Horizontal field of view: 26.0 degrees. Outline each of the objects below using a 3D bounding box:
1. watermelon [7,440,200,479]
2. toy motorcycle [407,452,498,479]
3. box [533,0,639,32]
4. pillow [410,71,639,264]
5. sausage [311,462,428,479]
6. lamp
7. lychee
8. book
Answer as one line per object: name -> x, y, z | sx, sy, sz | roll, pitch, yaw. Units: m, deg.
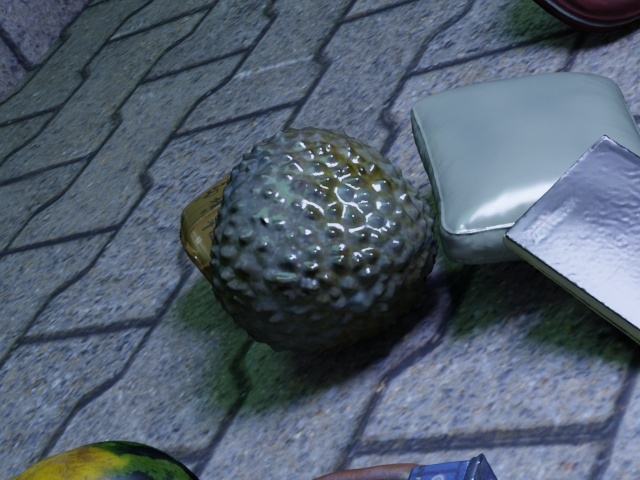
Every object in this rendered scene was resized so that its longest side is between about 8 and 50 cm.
watermelon -> -0.208, 0.310, 1.254 | 0.269, 0.269, 0.269 | -26, 28, 15
toy motorcycle -> 0.031, 0.328, 1.098 | 0.213, 0.125, 0.358 | -13, 31, 29
box -> 0.421, -0.451, 1.834 | 0.404, 0.108, 0.263 | -42, 73, -13
pillow -> 0.237, -0.085, 1.510 | 0.255, 0.119, 0.322 | -8, 32, 2
sausage -> 0.036, 0.242, 1.325 | 0.177, 0.040, 0.047 | -16, 77, 32
lamp -> -0.073, -0.015, 1.740 | 0.185, 0.161, 0.161 | -37, 27, -1
lychee -> 0.000, 0.000, 1.534 | 0.274, 0.255, 0.255 | -3, 39, 25
book -> 0.306, 0.008, 1.306 | 0.160, 0.024, 0.228 | -42, 59, -16
